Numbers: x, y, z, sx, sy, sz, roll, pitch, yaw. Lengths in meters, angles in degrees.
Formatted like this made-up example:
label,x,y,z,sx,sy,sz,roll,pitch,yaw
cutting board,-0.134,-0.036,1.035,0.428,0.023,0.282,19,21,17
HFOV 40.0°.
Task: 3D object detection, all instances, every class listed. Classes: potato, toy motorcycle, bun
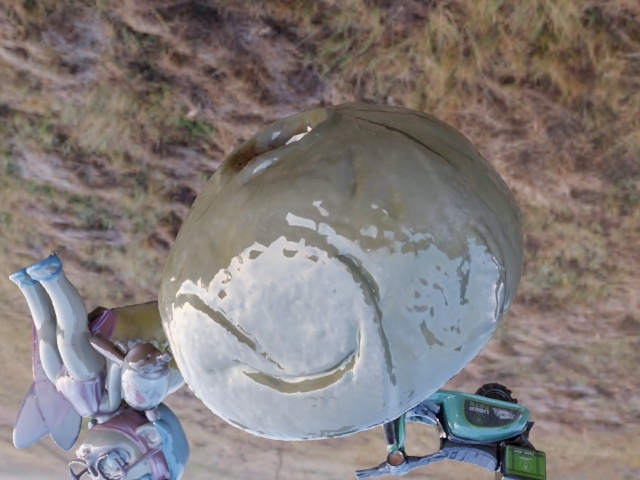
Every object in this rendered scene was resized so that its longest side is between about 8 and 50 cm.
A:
label,x,y,z,sx,sy,sz,roll,pitch,yaw
potato,-0.197,0.143,1.080,0.138,0.098,0.243,-25,161,15
toy motorcycle,0.108,0.168,0.766,0.173,0.100,0.058,11,137,-1
bun,0.000,0.000,0.404,0.173,0.166,0.113,-28,118,12

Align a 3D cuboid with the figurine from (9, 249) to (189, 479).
label,x,y,z,sx,sy,sz,roll,pitch,yaw
figurine,-0.192,0.127,0.814,0.205,0.260,0.103,-20,-172,29
